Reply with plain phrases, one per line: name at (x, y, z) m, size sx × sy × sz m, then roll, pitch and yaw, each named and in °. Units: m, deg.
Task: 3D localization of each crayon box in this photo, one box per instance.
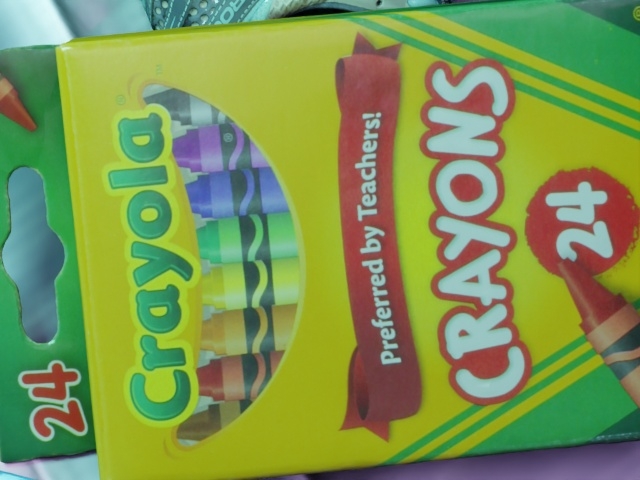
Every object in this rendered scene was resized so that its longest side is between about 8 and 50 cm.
crayon box at (0.000, 0.000, 0.899) m, size 0.318 × 0.081 × 0.202 m, roll -6°, pitch 97°, yaw -3°

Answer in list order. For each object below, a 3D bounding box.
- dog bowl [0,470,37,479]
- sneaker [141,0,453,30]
dog bowl at (-0.237, 0.121, 0.854) m, size 0.297 × 0.166 × 0.074 m, roll 12°, pitch 87°, yaw 1°
sneaker at (0.042, -0.157, 0.972) m, size 0.283 × 0.110 × 0.122 m, roll -24°, pitch 90°, yaw -1°
